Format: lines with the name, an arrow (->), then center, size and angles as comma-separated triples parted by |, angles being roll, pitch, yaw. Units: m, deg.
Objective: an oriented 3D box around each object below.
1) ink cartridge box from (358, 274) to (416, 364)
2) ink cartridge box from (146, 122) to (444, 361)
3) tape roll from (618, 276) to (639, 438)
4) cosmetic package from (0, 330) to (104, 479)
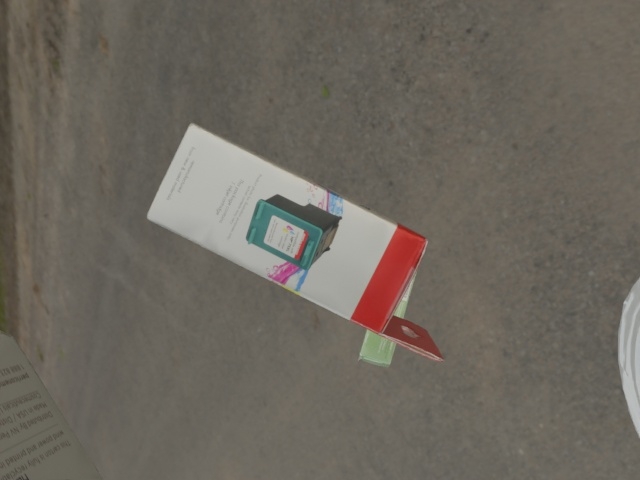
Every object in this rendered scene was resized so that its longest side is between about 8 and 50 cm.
ink cartridge box -> 0.110, 0.124, 1.210 | 0.235, 0.056, 0.171 | 73, -147, -77
ink cartridge box -> 0.000, 0.000, 0.557 | 0.078, 0.231, 0.134 | -64, -1, 4
tape roll -> 0.367, 0.125, 0.562 | 0.286, 0.100, 0.286 | 165, 90, -75
cosmetic package -> -0.445, 0.340, 0.680 | 0.327, 0.394, 0.329 | 56, -176, 3
